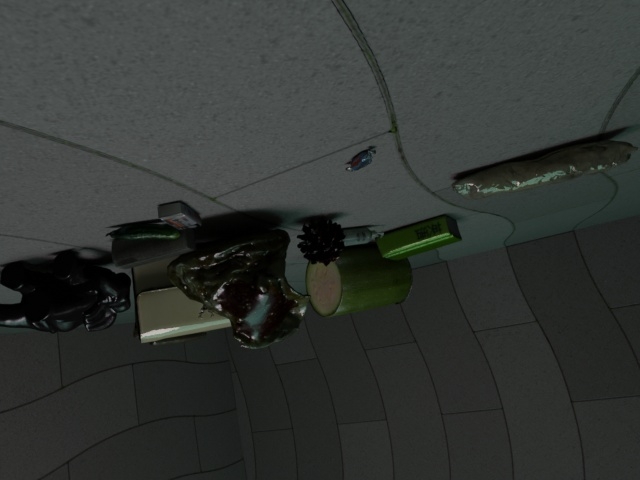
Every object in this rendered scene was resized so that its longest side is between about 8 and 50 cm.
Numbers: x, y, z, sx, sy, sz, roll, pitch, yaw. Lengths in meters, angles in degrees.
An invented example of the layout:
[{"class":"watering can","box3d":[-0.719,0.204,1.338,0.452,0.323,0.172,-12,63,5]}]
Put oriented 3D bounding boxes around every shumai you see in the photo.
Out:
[{"class":"shumai","box3d":[-0.198,0.135,1.162,0.329,0.289,0.292,-15,-171,-9]}]

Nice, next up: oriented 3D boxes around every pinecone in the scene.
[{"class":"pinecone","box3d":[-0.001,0.001,1.263,0.120,0.140,0.140,28,150,-26]}]

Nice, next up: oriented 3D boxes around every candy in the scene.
[{"class":"candy","box3d":[0.077,-0.148,0.857,0.030,0.020,0.083,-4,165,-33]}]

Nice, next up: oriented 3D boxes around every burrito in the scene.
[{"class":"burrito","box3d":[0.511,-0.163,1.083,0.391,0.076,0.117,-12,176,17]}]

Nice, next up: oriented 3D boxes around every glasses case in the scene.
[{"class":"glasses case","box3d":[-0.389,0.011,1.068,0.204,0.071,0.047,-14,165,16]}]

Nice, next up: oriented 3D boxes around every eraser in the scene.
[{"class":"eraser","box3d":[0.358,-0.006,1.681,0.274,0.092,0.210,-18,167,25]},{"class":"eraser","box3d":[-0.294,-0.049,0.963,0.052,0.029,0.122,-12,169,2]}]

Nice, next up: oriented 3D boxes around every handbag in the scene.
[{"class":"handbag","box3d":[-0.344,0.146,1.313,0.358,0.237,0.160,-6,180,-25]}]

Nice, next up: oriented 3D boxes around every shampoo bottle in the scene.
[{"class":"shampoo bottle","box3d":[0.120,-0.015,1.489,0.195,0.056,0.056,-8,169,-21]}]

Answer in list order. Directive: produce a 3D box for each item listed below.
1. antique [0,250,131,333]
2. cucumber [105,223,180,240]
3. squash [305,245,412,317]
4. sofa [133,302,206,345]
[{"class":"antique","box3d":[-0.665,0.143,1.200,0.322,0.185,0.255,-12,162,8]},{"class":"cucumber","box3d":[-0.386,-0.020,0.999,0.154,0.037,0.037,-2,167,-11]},{"class":"squash","box3d":[0.163,0.152,1.850,0.384,0.263,0.263,-4,167,-34]},{"class":"sofa","box3d":[-0.454,0.184,1.416,0.200,0.259,0.182,1,177,-43]}]
